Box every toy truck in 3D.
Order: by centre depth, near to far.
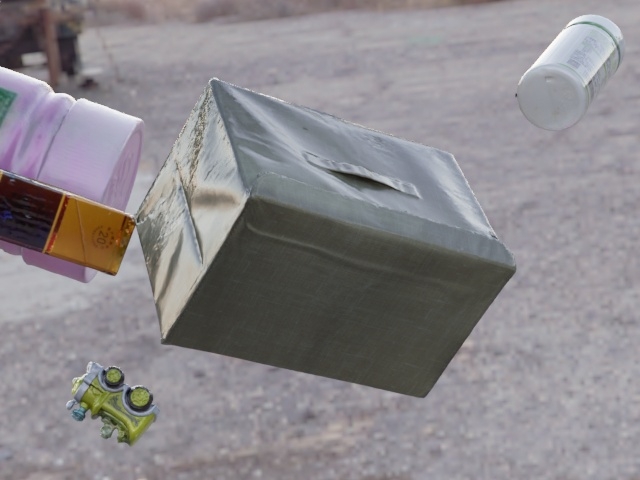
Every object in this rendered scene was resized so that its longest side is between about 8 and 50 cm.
[{"bbox_3d":[-0.255,0.201,1.696,0.077,0.111,0.076,-54,-4,-21],"label":"toy truck"}]

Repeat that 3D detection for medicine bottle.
[{"bbox_3d":[-0.390,-0.096,1.624,0.325,0.212,0.212,20,13,-1],"label":"medicine bottle"},{"bbox_3d":[0.304,-0.203,1.682,0.086,0.086,0.183,0,26,29],"label":"medicine bottle"}]

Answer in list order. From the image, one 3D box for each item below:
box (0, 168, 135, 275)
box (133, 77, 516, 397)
[{"bbox_3d":[-0.316,-0.038,1.347,0.237,0.070,0.152,18,-1,-31],"label":"box"},{"bbox_3d":[0.000,0.000,1.065,0.231,0.155,0.149,14,34,-28],"label":"box"}]
